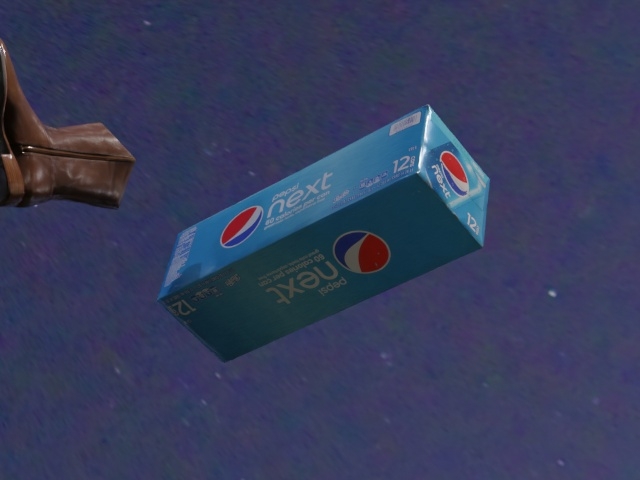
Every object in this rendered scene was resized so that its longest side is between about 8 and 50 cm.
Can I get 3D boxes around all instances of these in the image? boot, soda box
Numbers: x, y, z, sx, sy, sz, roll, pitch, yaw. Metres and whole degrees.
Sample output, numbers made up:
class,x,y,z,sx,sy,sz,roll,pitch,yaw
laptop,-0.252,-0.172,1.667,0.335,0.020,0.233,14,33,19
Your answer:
class,x,y,z,sx,sy,sz,roll,pitch,yaw
boot,-0.158,-0.069,0.907,0.114,0.037,0.106,-5,-90,-55
soda box,0.000,0.000,0.965,0.210,0.067,0.071,-25,-57,31
